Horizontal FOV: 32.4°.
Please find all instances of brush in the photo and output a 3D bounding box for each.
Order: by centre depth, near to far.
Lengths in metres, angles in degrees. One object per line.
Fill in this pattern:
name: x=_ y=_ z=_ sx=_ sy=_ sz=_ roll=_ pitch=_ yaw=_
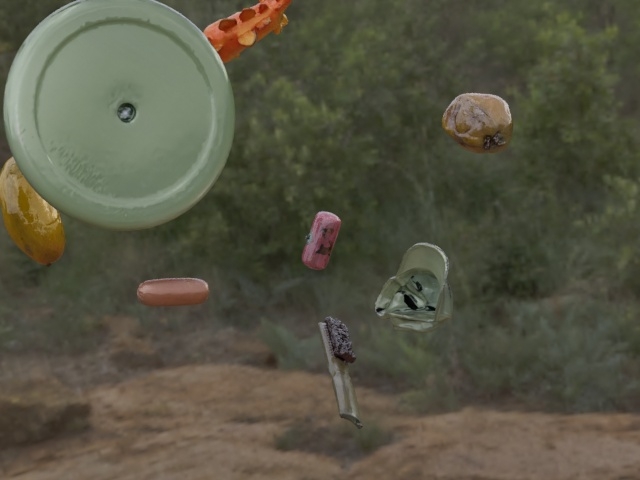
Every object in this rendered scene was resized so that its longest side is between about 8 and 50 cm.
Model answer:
brush: x=0.032 y=0.181 z=1.571 sx=0.043 sy=0.036 sz=0.248 roll=27 pitch=20 yaw=-17

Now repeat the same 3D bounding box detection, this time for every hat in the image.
hat: x=0.150 y=0.070 z=1.627 sx=0.081 sy=0.166 sz=0.122 roll=-16 pitch=48 yaw=-31

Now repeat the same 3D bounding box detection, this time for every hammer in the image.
hammer: x=0.000 y=0.000 z=1.550 sx=0.043 sy=0.083 sz=0.043 roll=18 pitch=12 yaw=-4

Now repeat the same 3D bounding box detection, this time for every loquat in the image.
loquat: x=0.297 y=-0.216 z=2.059 sx=0.137 sy=0.113 sz=0.137 roll=16 pitch=26 yaw=-8

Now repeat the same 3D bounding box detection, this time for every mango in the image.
mango: x=-0.474 y=-0.047 z=1.802 sx=0.075 sy=0.190 sz=0.098 roll=-9 pitch=13 yaw=40

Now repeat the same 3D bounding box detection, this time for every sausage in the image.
sausage: x=-0.174 y=0.061 z=1.297 sx=0.083 sy=0.034 sz=0.034 roll=-1 pitch=10 yaw=-20

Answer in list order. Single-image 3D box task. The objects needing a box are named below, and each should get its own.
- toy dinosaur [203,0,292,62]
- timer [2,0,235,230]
toy dinosaur: x=-0.132 y=-0.285 z=1.562 sx=0.288 sy=0.070 sz=0.117 roll=-33 pitch=4 yaw=27
timer: x=-0.300 y=-0.166 z=1.482 sx=0.291 sy=0.290 sz=0.315 roll=-17 pitch=11 yaw=-23
